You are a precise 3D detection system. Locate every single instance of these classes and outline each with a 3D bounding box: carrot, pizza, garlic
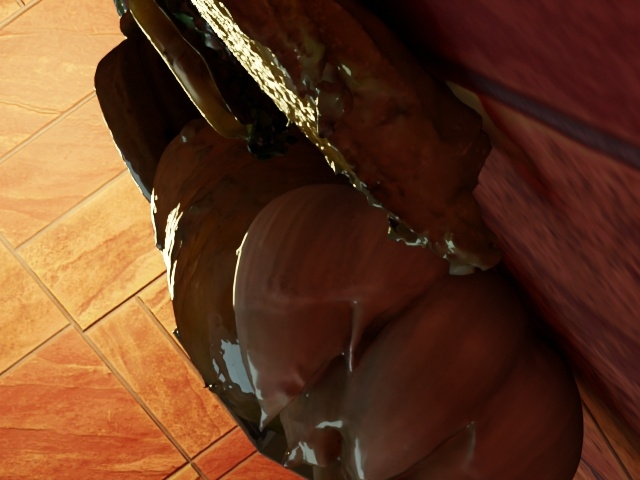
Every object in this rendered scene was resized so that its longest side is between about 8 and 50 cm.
[{"bbox_3d":[-0.027,0.020,1.054,0.224,0.224,0.340,55,-177,-33],"label":"carrot"},{"bbox_3d":[0.003,-0.094,0.579,0.287,0.075,0.280,51,-179,21],"label":"pizza"},{"bbox_3d":[0.064,0.103,0.755,0.185,0.203,0.281,2,125,33],"label":"garlic"}]

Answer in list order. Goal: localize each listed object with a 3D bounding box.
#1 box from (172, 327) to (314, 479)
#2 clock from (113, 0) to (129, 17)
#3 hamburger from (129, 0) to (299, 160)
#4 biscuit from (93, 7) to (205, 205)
[{"bbox_3d":[-0.032,0.167,1.191,0.211,0.045,0.270,36,-178,-30],"label":"box"},{"bbox_3d":[-0.197,-0.275,1.581,0.194,0.100,0.195,58,175,-8],"label":"clock"},{"bbox_3d":[-0.070,-0.149,0.889,0.189,0.093,0.164,56,180,-8],"label":"hamburger"},{"bbox_3d":[-0.125,-0.131,1.352,0.314,0.063,0.367,65,-159,1],"label":"biscuit"}]
